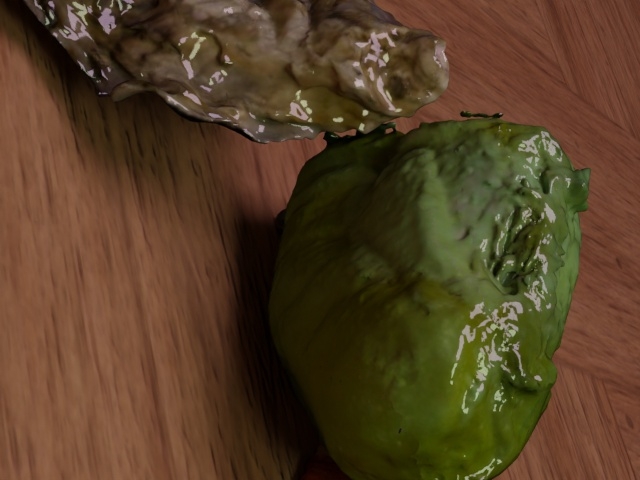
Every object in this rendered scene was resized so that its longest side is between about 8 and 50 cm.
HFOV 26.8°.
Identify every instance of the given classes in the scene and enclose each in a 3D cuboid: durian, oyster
[{"bbox_3d":[0.068,0.038,0.925,0.204,0.256,0.339,24,53,-9],"label":"durian"},{"bbox_3d":[-0.074,-0.168,0.935,0.351,0.114,0.238,25,29,10],"label":"oyster"}]

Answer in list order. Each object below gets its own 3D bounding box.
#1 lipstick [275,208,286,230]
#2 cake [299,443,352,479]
[{"bbox_3d":[0.000,0.000,1.085,0.094,0.019,0.019,30,40,-43],"label":"lipstick"},{"bbox_3d":[0.084,0.265,0.943,0.262,0.159,0.158,19,36,-2],"label":"cake"}]
